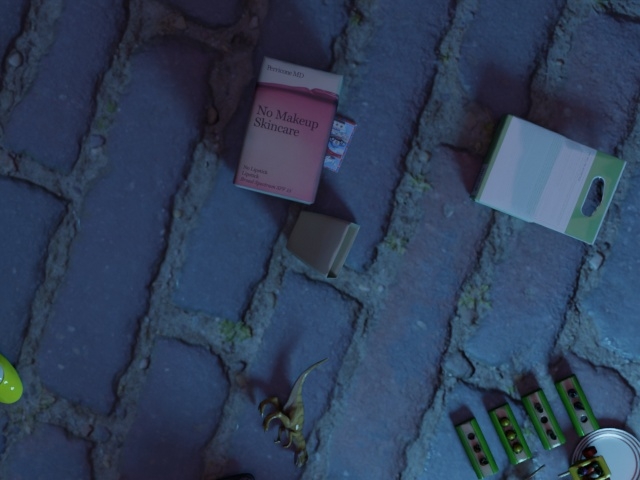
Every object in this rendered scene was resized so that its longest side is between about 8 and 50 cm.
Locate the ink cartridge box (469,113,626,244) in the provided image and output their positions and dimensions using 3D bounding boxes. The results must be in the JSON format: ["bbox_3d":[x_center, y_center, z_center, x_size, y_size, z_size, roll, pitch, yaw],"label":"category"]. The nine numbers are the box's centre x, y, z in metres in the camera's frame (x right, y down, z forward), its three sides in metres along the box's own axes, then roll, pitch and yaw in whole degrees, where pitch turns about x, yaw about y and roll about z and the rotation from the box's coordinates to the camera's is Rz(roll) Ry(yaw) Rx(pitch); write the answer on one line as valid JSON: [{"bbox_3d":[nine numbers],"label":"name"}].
[{"bbox_3d":[0.413,-0.111,1.844,0.235,0.056,0.171,21,93,-4],"label":"ink cartridge box"}]

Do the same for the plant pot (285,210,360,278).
[{"bbox_3d":[0.000,0.000,1.829,0.096,0.109,0.109,25,93,11],"label":"plant pot"}]

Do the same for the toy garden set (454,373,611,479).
[{"bbox_3d":[0.401,0.388,1.858,0.244,0.049,0.204,-25,88,3],"label":"toy garden set"}]

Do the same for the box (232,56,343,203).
[{"bbox_3d":[-0.056,-0.192,1.793,0.148,0.127,0.233,13,92,0],"label":"box"}]

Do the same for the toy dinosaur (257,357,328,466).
[{"bbox_3d":[-0.054,0.311,1.870,0.112,0.064,0.212,0,102,-18],"label":"toy dinosaur"}]

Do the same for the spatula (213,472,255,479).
[{"bbox_3d":[-0.265,0.480,1.883,0.296,0.030,0.084,-16,90,1],"label":"spatula"}]

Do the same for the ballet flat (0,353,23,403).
[{"bbox_3d":[-0.636,0.209,1.848,0.077,0.077,0.231,-36,92,1],"label":"ballet flat"}]

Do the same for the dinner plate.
[{"bbox_3d":[0.538,0.419,1.886,0.141,0.017,0.141,0,92,-1],"label":"dinner plate"}]

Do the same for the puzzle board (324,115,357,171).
[{"bbox_3d":[-0.009,-0.194,1.862,0.128,0.011,0.096,23,93,-1],"label":"puzzle board"}]
